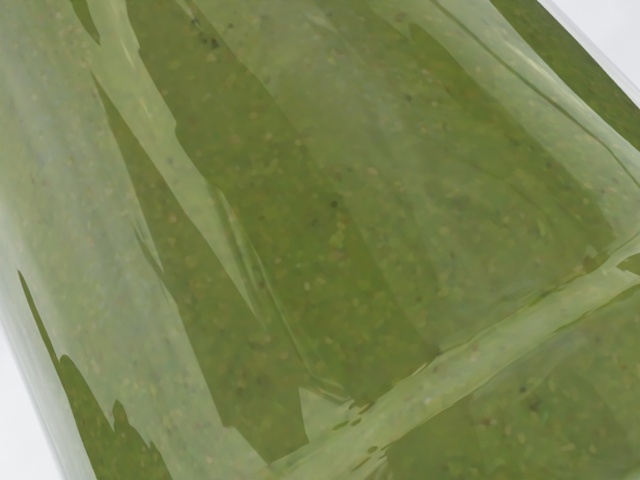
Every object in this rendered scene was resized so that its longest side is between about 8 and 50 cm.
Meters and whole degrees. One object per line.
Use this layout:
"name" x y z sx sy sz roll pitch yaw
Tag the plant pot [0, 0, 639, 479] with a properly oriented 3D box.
"plant pot" 0.000 0.000 0.482 0.276 0.254 0.276 -32 -13 -8
